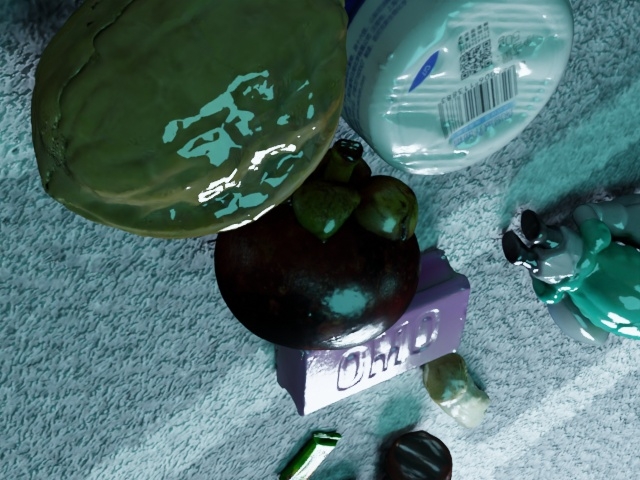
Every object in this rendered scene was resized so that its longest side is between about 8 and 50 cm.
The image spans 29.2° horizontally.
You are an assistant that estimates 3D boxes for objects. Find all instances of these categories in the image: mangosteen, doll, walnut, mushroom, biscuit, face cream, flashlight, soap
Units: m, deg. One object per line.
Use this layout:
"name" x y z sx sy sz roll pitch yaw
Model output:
"mangosteen" 0.000 0.000 1.060 0.200 0.200 0.200 -22 141 -19
"doll" 0.333 0.021 1.397 0.195 0.153 0.258 -26 129 16
"walnut" -0.089 -0.103 0.856 0.245 0.198 0.198 -34 144 -7
"mushroom" 0.173 0.192 1.511 0.059 0.054 0.202 -39 148 0
"biscuit" -0.015 0.262 1.458 0.046 0.016 0.089 16 119 -48
"face cream" 0.107 -0.156 1.024 0.206 0.111 0.206 -21 140 -19
"flashlight" 0.109 0.341 1.598 0.093 0.093 0.232 -17 145 -25
"soap" 0.053 0.096 1.292 0.203 0.065 0.122 -21 141 -20
